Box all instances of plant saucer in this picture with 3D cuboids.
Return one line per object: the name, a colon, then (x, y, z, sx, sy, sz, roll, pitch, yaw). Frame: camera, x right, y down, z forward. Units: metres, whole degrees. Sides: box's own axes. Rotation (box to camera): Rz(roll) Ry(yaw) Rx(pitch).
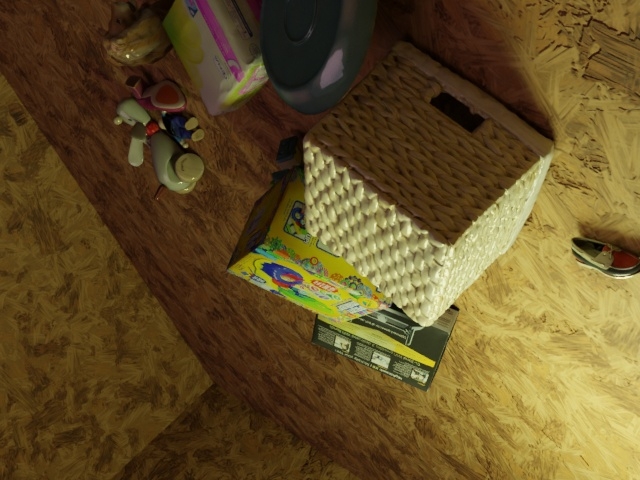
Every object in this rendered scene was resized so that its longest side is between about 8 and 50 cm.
plant saucer: (-0.019, -0.360, 1.454, 0.318, 0.044, 0.317, -5, 84, 57)

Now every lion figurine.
lion figurine: (-0.405, -0.445, 2.022, 0.142, 0.240, 0.392, 52, 158, -12)

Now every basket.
basket: (0.161, -0.086, 1.550, 0.328, 0.266, 0.331, 39, 159, 18)

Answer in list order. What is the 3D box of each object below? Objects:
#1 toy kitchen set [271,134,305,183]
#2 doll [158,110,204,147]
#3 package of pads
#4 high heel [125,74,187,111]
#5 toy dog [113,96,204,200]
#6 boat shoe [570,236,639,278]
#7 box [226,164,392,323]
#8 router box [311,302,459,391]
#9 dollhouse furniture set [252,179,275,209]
toy kitchen set: (-0.002, -0.190, 1.926, 0.207, 0.166, 0.122, -14, 127, 18)
doll: (-0.387, -0.306, 2.486, 0.189, 0.046, 0.129, 20, 144, 49)
package of pads: (-0.181, -0.380, 1.729, 0.229, 0.101, 0.296, 63, 157, -1)
high heel: (-0.411, -0.361, 2.412, 0.244, 0.082, 0.117, 19, 161, 38)
toy dog: (-0.485, -0.241, 2.624, 0.334, 0.161, 0.220, 39, 156, 21)
boat shoe: (0.459, 0.025, 1.474, 0.137, 0.049, 0.043, 21, 145, 57)
box: (-0.003, 0.019, 1.850, 0.279, 0.177, 0.290, 26, 161, -12)
router box: (0.143, 0.199, 2.121, 0.309, 0.081, 0.242, 23, 139, 10)
dollhouse furniture set: (0.000, 0.000, 2.100, 0.302, 0.151, 0.197, 33, 165, 30)
